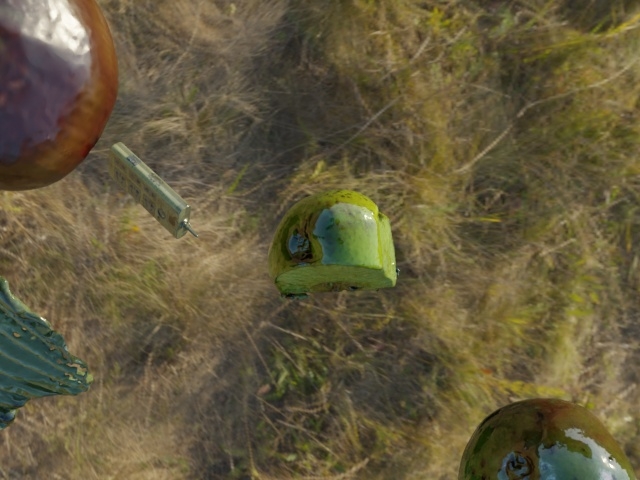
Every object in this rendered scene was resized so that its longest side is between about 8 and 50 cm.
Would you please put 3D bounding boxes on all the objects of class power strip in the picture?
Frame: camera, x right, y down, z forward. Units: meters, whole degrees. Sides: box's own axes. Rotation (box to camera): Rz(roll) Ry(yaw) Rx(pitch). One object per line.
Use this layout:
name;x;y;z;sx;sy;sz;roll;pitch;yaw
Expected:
power strip;-0.335;-0.091;1.714;0.268;0.092;0.034;41;52;19

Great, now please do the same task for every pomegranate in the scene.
pomegranate;0.246;0.263;0.902;0.224;0.181;0.182;34;80;-54

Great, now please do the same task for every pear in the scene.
pear;0.000;0.000;1.512;0.238;0.255;0.164;-6;74;14

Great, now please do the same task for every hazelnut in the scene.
hazelnut;-0.537;-0.292;1.447;0.352;0.421;0.421;28;83;7

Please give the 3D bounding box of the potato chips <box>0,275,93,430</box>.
potato chips;-0.649;0.212;1.644;0.373;0.097;0.389;-22;119;17
